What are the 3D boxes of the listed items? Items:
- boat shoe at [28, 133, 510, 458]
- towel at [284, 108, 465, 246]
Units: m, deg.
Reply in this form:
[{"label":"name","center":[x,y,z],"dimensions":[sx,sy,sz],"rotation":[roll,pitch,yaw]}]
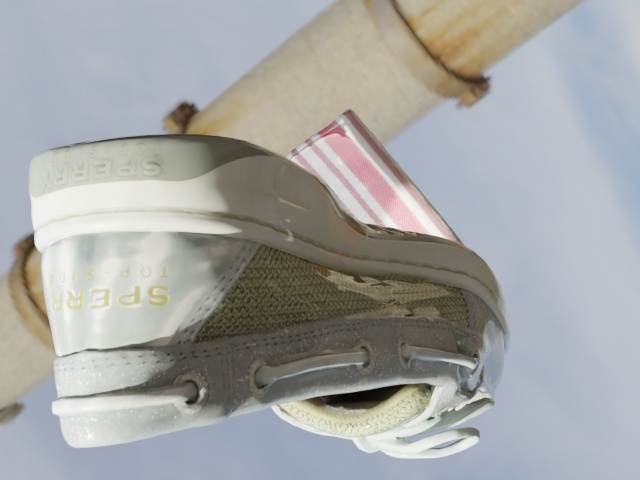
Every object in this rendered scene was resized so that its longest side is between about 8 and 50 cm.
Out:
[{"label":"boat shoe","center":[-0.005,0.045,0.536],"dimensions":[0.320,0.118,0.103],"rotation":[31,-123,-63]},{"label":"towel","center":[0.000,0.000,1.010],"dimensions":[0.144,0.197,0.029],"rotation":[50,-146,-11]}]
